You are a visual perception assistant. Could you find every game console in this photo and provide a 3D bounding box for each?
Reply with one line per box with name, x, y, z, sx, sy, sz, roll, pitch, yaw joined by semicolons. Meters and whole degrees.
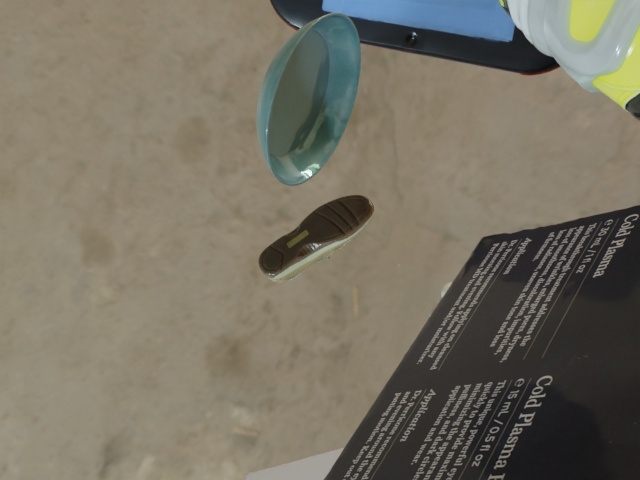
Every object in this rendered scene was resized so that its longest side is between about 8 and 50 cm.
game console;0.132;-0.380;1.102;0.387;0.060;0.342;14;113;16

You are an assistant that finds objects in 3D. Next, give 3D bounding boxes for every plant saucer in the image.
plant saucer;-0.011;-0.096;0.660;0.021;0.119;0.119;22;90;23

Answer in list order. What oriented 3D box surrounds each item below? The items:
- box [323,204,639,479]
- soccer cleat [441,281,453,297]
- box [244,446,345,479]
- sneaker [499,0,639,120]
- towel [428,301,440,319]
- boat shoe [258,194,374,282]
box;0.190;0.135;0.555;0.179;0.312;0.343;55;48;-18
soccer cleat;0.319;0.132;1.848;0.196;0.076;0.068;30;81;5
box;0.077;0.379;0.936;0.168;0.215;0.345;-24;127;33
sneaker;0.276;-0.201;0.482;0.385;0.145;0.147;-41;62;20
towel;0.217;0.150;0.922;0.049;0.187;0.282;-36;80;-19
boat shoe;0.000;0.000;1.456;0.190;0.072;0.068;-29;59;7
